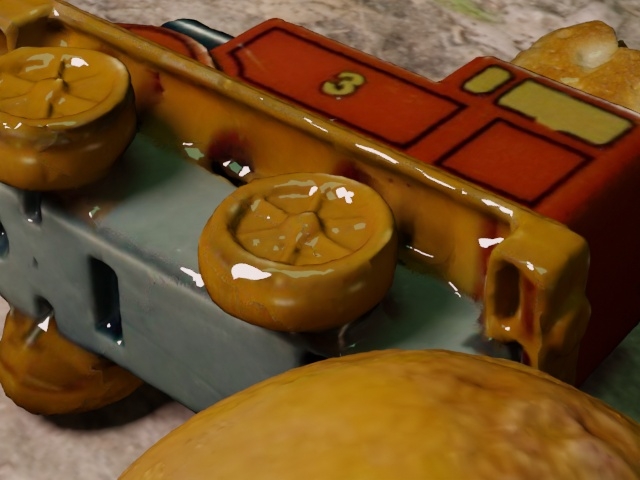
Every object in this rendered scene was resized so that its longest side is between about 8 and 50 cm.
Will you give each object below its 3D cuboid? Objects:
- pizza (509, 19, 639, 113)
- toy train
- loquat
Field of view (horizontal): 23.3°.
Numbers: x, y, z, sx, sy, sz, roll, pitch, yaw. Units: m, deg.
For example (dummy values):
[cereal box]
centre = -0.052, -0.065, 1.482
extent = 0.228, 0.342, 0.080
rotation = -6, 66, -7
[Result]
[pizza]
centre = 0.175, -0.041, 0.816
extent = 0.193, 0.069, 0.154
rotation = 19, 42, 17
[toy train]
centre = 0.000, 0.000, 0.692
extent = 0.369, 0.163, 0.231
rotation = 26, 43, 31
[loquat]
centre = 0.037, 0.138, 0.478
extent = 0.238, 0.193, 0.238
rotation = -3, 50, 3
